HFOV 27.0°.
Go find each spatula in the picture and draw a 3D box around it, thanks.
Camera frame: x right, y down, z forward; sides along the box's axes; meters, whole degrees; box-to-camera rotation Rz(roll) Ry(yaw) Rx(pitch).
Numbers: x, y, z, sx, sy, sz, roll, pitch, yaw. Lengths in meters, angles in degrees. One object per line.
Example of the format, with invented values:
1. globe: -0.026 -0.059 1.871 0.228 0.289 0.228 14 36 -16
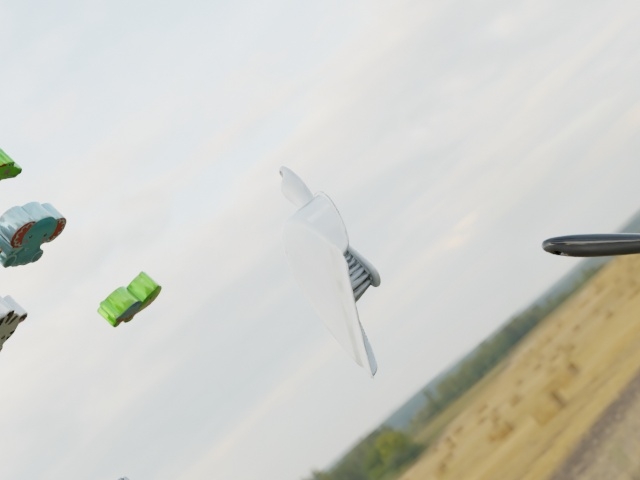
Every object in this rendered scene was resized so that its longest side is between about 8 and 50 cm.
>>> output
1. spatula: 0.345 0.012 1.211 0.084 0.296 0.030 39 -119 -58

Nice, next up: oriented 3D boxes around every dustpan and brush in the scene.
1. dustpan and brush: 0.000 0.000 1.119 0.060 0.211 0.147 -29 -46 -17

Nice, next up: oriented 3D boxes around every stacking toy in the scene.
1. stacking toy: -0.213 -0.003 0.856 0.052 0.167 0.221 -54 -16 21

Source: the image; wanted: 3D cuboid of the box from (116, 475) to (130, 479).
1. box: -0.021 0.229 0.600 0.056 0.231 0.183 -44 18 -3
